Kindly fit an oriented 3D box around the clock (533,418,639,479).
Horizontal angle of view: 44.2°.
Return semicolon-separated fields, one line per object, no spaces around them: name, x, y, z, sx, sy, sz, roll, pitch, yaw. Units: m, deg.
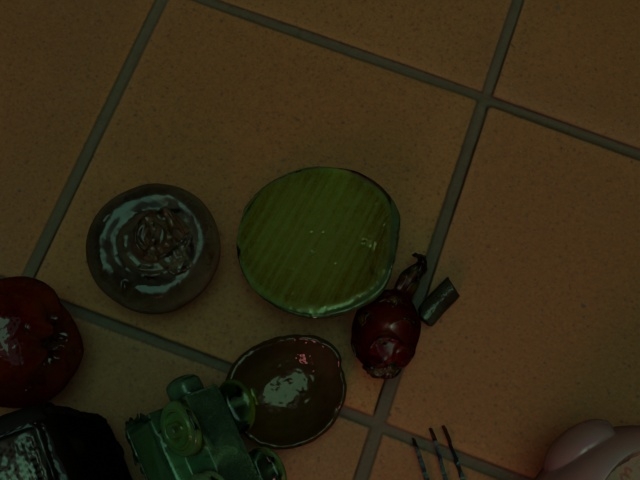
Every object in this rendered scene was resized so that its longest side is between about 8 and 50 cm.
clock;0.446;0.477;1.206;0.376;0.250;0.368;-29;79;-17

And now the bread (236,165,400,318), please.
bread;-0.006;0.001;1.374;0.301;0.045;0.301;-2;62;4

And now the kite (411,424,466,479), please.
kite;0.213;0.431;1.327;0.127;0.016;0.229;-17;76;-11

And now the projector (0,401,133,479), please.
projector;-0.366;0.448;1.092;0.242;0.395;0.405;-21;76;-7

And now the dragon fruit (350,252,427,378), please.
dragon fruit;0.130;0.123;1.357;0.125;0.125;0.246;19;68;23

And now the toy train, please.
toy train;-0.178;0.347;1.232;0.159;0.188;0.272;-12;69;-48

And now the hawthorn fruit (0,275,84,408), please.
hawthorn fruit;-0.540;0.161;1.270;0.299;0.211;0.211;1;74;7

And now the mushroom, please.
mushroom;-0.283;0.012;1.333;0.226;0.178;0.227;0;84;-4

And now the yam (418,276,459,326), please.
yam;0.211;0.109;1.402;0.094;0.043;0.043;-43;81;-12

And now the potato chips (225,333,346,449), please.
potato chips;-0.057;0.252;1.337;0.195;0.062;0.208;34;75;3
